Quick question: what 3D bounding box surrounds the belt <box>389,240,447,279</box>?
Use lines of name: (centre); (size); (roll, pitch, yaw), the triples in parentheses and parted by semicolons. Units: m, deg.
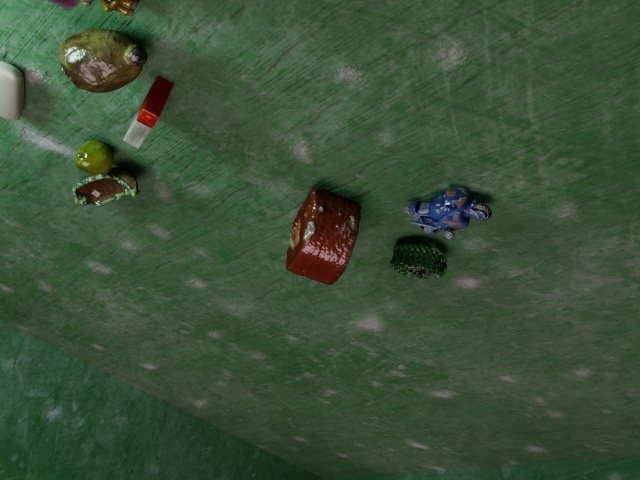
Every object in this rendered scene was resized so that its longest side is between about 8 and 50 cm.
belt: (0.255, 0.046, 2.106); (0.151, 0.079, 0.121); (5, 160, 40)

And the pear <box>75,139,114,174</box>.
pear: (-0.571, -0.210, 2.065); (0.092, 0.097, 0.092); (14, 120, 25)

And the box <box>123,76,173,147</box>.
box: (-0.386, -0.286, 1.836); (0.048, 0.100, 0.152); (26, 149, -21)

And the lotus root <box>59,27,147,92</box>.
lotus root: (-0.443, -0.373, 1.697); (0.214, 0.138, 0.138); (0, 146, 24)

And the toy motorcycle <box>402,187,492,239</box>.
toy motorcycle: (0.294, -0.067, 1.900); (0.205, 0.076, 0.114); (-15, 128, 45)

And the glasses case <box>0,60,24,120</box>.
glasses case: (-0.748, -0.354, 1.947); (0.081, 0.051, 0.204); (22, 150, -11)

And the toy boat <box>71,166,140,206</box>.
toy boat: (-0.549, -0.143, 2.164); (0.293, 0.099, 0.108); (-4, 146, 44)

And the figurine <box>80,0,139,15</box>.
figurine: (-0.425, -0.476, 1.572); (0.101, 0.068, 0.143); (-22, 136, 24)

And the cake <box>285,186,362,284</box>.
cake: (0.000, 0.000, 2.047); (0.151, 0.177, 0.283); (22, 151, -9)

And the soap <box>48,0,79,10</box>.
soap: (-0.513, -0.540, 1.365); (0.109, 0.192, 0.324); (-11, 166, 31)
